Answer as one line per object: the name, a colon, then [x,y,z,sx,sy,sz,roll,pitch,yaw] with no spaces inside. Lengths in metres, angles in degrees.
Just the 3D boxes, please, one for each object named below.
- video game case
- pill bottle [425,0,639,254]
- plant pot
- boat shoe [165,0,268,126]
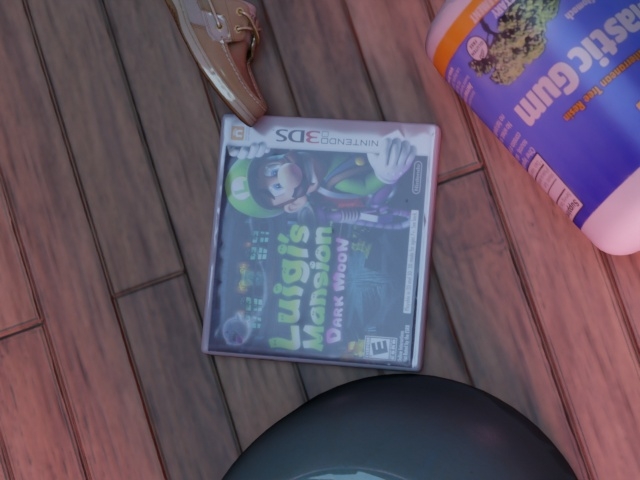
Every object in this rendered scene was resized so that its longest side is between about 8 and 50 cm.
video game case: [0.000,0.000,1.141,0.173,0.022,0.190,4,86,12]
pill bottle: [0.213,-0.087,1.038,0.152,0.152,0.272,-42,78,5]
plant pot: [0.040,0.236,1.002,0.293,0.235,0.293,-1,85,12]
boat shoe: [-0.077,-0.169,1.147,0.059,0.063,0.170,-30,72,6]
